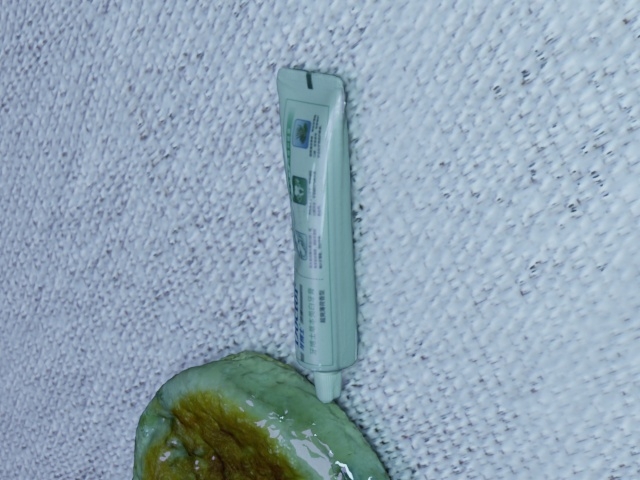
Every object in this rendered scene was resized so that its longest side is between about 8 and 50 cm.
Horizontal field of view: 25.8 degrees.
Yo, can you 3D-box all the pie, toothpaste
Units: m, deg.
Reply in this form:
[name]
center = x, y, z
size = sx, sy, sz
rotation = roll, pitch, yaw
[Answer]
[pie]
center = -0.034, 0.220, 1.002
size = 0.302, 0.067, 0.303
rotation = 22, 123, 39
[toothpaste]
center = 0.000, 0.000, 0.884
size = 0.064, 0.041, 0.218
rotation = 18, 117, 48
